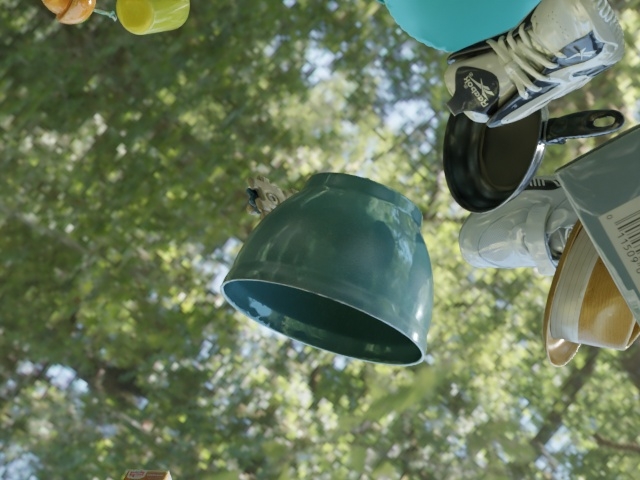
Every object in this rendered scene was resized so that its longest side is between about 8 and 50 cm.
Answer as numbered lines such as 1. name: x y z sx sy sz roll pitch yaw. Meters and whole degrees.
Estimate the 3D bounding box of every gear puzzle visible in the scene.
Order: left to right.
1. gear puzzle: 0.000 0.000 2.089 0.044 0.339 0.175 -42 -131 25

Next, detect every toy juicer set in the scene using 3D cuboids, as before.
1. toy juicer set: -0.260 -0.393 1.323 0.209 0.329 0.089 6 -154 28

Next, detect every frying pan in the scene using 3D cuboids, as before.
1. frying pan: 0.253 -0.152 1.434 0.326 0.053 0.197 -35 -128 51

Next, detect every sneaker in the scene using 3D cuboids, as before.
1. sneaker: 0.193 -0.170 1.141 0.153 0.094 0.235 -30 179 -2
2. sneaker: 0.361 -0.004 1.693 0.366 0.137 0.210 -13 -157 22

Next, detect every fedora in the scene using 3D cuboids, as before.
1. fedora: 0.287 0.043 1.171 0.079 0.194 0.194 21 -111 27

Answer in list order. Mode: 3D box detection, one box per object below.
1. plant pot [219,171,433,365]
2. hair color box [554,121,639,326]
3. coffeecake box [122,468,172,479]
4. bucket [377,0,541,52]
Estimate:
1. plant pot: 0.033 0.028 1.636 0.293 0.293 0.196 -4 -120 53
2. hair color box: 0.350 -0.038 1.018 0.114 0.185 0.374 -30 178 33
3. coffeecake box: -0.254 0.433 1.651 0.068 0.142 0.185 -2 -149 18
4. bucket: 0.162 -0.351 1.283 0.281 0.281 0.183 -36 -139 23
